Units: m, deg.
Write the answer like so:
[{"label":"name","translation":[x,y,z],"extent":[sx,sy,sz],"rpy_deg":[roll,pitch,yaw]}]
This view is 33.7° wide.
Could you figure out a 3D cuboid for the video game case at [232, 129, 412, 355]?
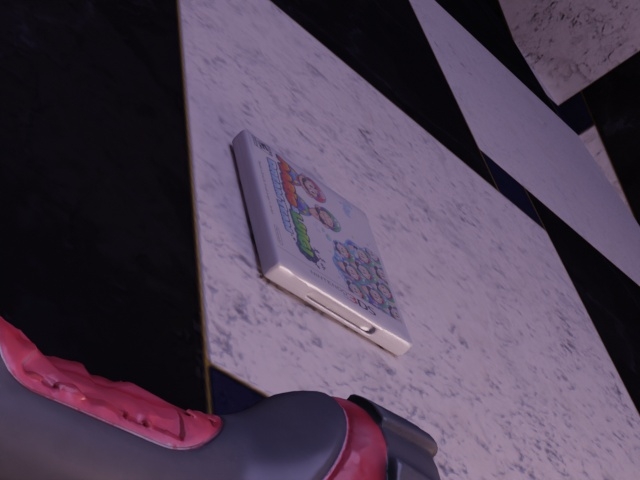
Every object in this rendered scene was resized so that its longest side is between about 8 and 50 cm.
[{"label":"video game case","translation":[0.000,0.000,0.794],"extent":[0.143,0.019,0.157],"rpy_deg":[33,26,-35]}]

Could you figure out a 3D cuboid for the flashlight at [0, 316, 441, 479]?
[{"label":"flashlight","translation":[-0.077,0.069,0.421],"extent":[0.304,0.103,0.103],"rpy_deg":[33,0,-32]}]
